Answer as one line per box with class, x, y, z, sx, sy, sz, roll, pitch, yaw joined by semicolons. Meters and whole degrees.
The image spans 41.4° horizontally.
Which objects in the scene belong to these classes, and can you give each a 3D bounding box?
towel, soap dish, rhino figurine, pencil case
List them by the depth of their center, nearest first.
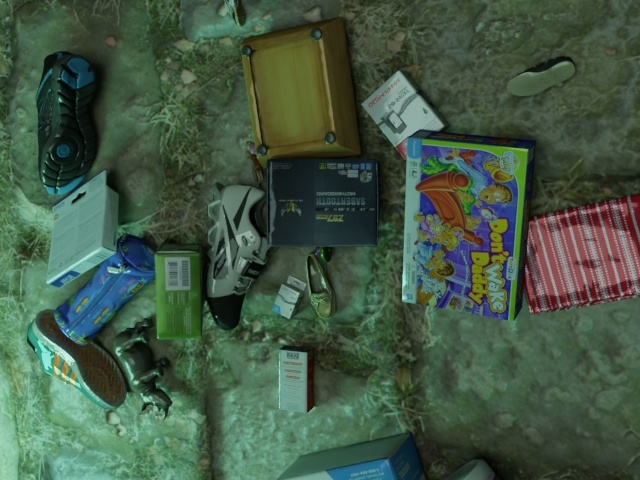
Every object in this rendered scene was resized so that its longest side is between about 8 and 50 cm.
towel;0.522;0.030;1.654;0.275;0.031;0.198;-13;92;22
soap dish;-0.047;-0.305;1.779;0.229;0.118;0.290;-6;94;22
pencil case;-0.505;0.117;2.005;0.119;0.133;0.306;46;111;1
rhino figurine;-0.419;0.316;2.031;0.106;0.073;0.243;-22;90;18

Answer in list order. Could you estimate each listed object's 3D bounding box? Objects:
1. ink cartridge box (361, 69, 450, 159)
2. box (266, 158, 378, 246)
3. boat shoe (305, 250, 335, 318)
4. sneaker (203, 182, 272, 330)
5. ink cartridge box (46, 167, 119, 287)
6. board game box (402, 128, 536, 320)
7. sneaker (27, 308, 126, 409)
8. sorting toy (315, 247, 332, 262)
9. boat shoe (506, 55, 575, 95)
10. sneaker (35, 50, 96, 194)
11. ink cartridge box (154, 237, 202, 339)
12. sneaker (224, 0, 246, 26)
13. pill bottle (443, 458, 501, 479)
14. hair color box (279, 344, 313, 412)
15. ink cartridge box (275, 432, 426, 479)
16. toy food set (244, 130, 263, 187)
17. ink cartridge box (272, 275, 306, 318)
ink cartridge box;0.172;-0.257;1.730;0.109;0.063;0.150;-41;84;21
box;0.004;-0.078;1.766;0.233;0.059;0.183;1;91;-3
boat shoe;-0.004;0.100;1.854;0.056;0.048;0.153;-6;95;22
sneaker;-0.172;0.039;1.870;0.146;0.122;0.330;3;95;17
ink cartridge box;-0.561;-0.028;2.008;0.223;0.045;0.224;-28;53;32
board game box;0.287;-0.032;1.666;0.233;0.078;0.347;8;112;23
sneaker;-0.604;0.308;2.094;0.302;0.108;0.121;47;131;3
sorting toy;0.000;0.000;1.834;0.042;0.061;0.102;-5;73;22
boat shoe;0.426;-0.317;1.639;0.133;0.042;0.049;-19;116;23
sneaker;-0.613;-0.280;2.019;0.140;0.125;0.340;28;111;43
ink cartridge box;-0.309;0.096;1.892;0.097;0.255;0.188;-1;99;-5
sneaker;-0.190;-0.504;1.858;0.037;0.032;0.083;-19;85;36
pill bottle;0.361;0.611;1.719;0.169;0.169;0.301;-43;81;20
hair color box;-0.054;0.311;1.905;0.072;0.043;0.141;4;100;20
ink cartridge box;0.107;0.650;1.823;0.285;0.166;0.394;-19;91;23
toy food set;-0.148;-0.177;1.861;0.019;0.078;0.122;-11;90;-18
ink cartridge box;-0.070;0.126;1.894;0.048;0.028;0.083;26;105;16
